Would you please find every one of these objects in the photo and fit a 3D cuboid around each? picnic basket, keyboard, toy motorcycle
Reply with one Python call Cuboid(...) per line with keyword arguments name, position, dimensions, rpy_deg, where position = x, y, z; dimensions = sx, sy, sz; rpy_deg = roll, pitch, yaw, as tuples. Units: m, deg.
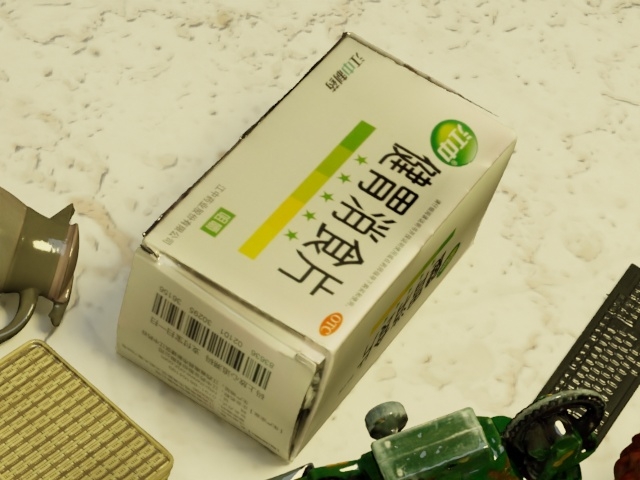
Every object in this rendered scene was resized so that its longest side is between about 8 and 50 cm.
Cuboid(name="picnic basket", position=(-0.196, 0.161, 1.394), dimensions=(0.164, 0.079, 0.115), rpy_deg=(39, 51, 19))
Cuboid(name="keyboard", position=(0.244, 0.094, 1.630), dimensions=(0.067, 0.011, 0.202), rpy_deg=(32, 49, 12))
Cuboid(name="toy motorcycle", position=(0.076, 0.189, 1.405), dimensions=(0.274, 0.187, 0.125), rpy_deg=(-18, 56, -6))

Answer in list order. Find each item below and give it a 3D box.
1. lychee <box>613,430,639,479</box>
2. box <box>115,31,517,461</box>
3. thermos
Cuboid(name="lychee", position=(0.324, 0.217, 1.391), dimensions=(0.264, 0.300, 0.264), rpy_deg=(20, 3, -1))
Cuboid(name="box", position=(-0.002, 0.001, 1.550), dimensions=(0.173, 0.145, 0.333), rpy_deg=(30, 47, 13))
Cuboid(name="thermos", position=(-0.284, 0.011, 1.503), dimensions=(0.193, 0.105, 0.137), rpy_deg=(16, 72, -11))
